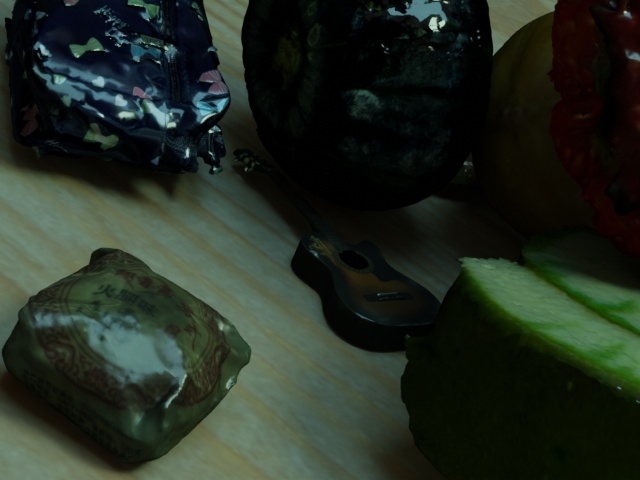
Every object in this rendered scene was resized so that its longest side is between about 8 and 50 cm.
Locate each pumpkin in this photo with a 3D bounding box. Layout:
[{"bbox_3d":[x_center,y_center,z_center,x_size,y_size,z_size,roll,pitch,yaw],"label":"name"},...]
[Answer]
[{"bbox_3d":[0.037,-0.137,1.406,0.163,0.233,0.233,-2,37,-24],"label":"pumpkin"}]

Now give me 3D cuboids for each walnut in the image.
[{"bbox_3d":[0.232,-0.072,1.477,0.298,0.203,0.203,28,16,-52],"label":"walnut"}]

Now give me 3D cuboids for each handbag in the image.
[{"bbox_3d":[-0.154,-0.138,1.386,0.162,0.113,0.260,6,34,-18],"label":"handbag"}]

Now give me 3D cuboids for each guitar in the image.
[{"bbox_3d":[0.000,0.000,1.357,0.088,0.025,0.233,-3,37,-40],"label":"guitar"}]

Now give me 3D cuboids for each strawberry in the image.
[{"bbox_3d":[0.266,-0.101,1.263,0.261,0.261,0.257,17,-4,-13],"label":"strawberry"}]

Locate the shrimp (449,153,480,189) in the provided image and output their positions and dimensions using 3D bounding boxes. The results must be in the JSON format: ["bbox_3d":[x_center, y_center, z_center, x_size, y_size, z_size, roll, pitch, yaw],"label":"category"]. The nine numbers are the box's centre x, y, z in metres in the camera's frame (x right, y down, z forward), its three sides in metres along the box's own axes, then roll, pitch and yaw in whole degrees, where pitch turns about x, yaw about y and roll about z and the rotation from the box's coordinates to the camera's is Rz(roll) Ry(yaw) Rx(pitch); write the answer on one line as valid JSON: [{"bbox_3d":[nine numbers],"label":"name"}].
[{"bbox_3d":[0.072,-0.128,1.603,0.198,0.051,0.262,3,38,-33],"label":"shrimp"}]

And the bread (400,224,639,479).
[{"bbox_3d":[0.231,0.109,1.198,0.381,0.129,0.366,12,19,-16],"label":"bread"}]

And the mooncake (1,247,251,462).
[{"bbox_3d":[-0.115,0.066,1.110,0.125,0.073,0.130,30,31,7],"label":"mooncake"}]
